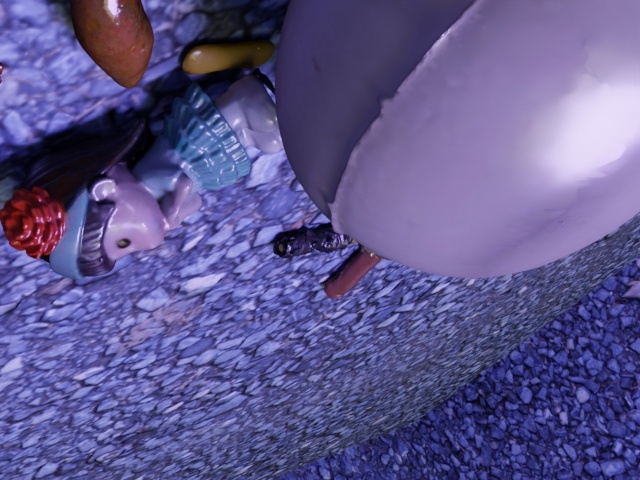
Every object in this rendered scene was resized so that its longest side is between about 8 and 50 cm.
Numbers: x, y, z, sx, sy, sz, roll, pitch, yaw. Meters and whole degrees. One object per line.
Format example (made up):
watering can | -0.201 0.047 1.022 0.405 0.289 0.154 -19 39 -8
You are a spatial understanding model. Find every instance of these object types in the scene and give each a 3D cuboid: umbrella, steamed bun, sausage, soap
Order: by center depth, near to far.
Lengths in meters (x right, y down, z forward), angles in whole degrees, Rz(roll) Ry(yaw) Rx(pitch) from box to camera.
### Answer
steamed bun | 0.135 -0.144 0.639 0.333 0.334 0.374 -11 151 -43
soap | -0.076 -0.154 0.749 0.089 0.012 0.034 -14 155 -38
umbrella | 0.000 0.000 1.183 0.143 0.037 0.040 -9 177 -44
sausage | 0.058 0.038 1.357 0.042 0.036 0.158 -26 162 -47

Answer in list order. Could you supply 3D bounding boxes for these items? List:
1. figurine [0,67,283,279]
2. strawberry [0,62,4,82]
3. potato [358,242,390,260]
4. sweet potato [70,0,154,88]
figurine | -0.143 -0.060 0.752 0.245 0.110 0.138 -33 159 -8
strawberry | -0.309 -0.061 0.524 0.228 0.098 0.174 -42 158 20
potato | 0.124 -0.045 1.089 0.165 0.165 0.262 -38 154 19
sweet potato | -0.138 -0.157 0.595 0.055 0.058 0.202 -3 154 -11
